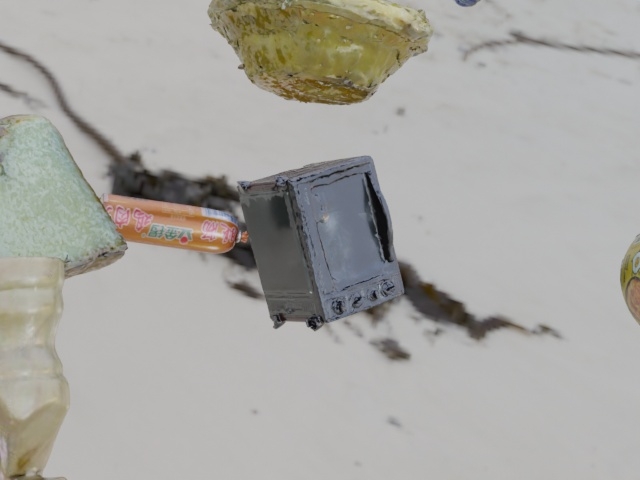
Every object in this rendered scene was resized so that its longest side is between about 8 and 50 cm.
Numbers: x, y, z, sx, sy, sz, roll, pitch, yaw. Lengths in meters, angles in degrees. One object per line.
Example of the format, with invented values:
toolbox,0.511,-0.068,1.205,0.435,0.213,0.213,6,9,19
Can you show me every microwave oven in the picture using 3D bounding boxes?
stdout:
microwave oven,0.001,0.000,2.092,0.178,0.247,0.188,-19,10,-31

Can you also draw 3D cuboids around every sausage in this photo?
sausage,-0.224,-0.022,2.025,0.234,0.071,0.071,8,22,-15

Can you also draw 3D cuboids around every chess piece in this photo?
chess piece,-0.304,0.167,1.302,0.137,0.300,0.137,-5,-5,0

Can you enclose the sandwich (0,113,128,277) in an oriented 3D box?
sandwich,-0.427,-0.034,1.764,0.273,0.095,0.249,-30,92,-47

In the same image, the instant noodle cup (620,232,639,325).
instant noodle cup,0.422,0.040,1.447,0.182,0.182,0.144,10,-10,-15

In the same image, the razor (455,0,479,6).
razor,0.278,-0.401,2.032,0.093,0.056,0.324,34,-5,-13

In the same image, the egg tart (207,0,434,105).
egg tart,-0.006,-0.269,1.847,0.341,0.132,0.341,6,-5,1
